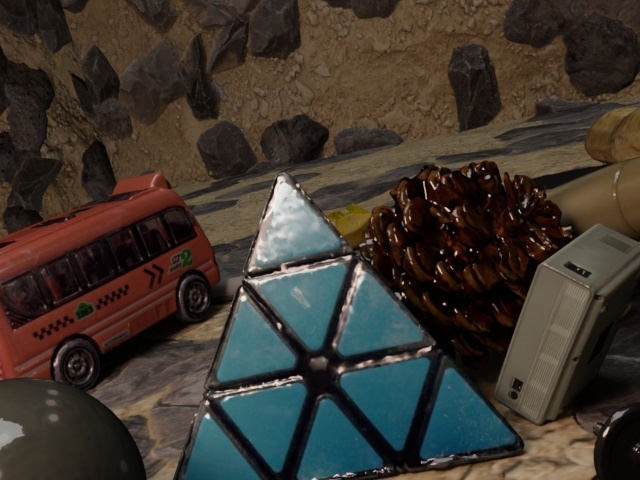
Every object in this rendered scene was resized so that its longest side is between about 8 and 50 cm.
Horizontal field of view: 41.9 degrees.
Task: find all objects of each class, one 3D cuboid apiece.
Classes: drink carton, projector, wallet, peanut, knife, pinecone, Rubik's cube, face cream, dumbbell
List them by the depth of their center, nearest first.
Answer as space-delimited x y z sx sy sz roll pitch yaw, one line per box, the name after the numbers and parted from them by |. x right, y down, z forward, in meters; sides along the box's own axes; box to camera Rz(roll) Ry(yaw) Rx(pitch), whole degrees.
0.225 0.148 0.545 0.069 0.069 0.147 -18 11 -15 | dumbbell
0.218 0.073 0.722 0.061 0.147 0.115 30 37 28 | projector
0.013 0.121 0.773 0.228 0.229 0.233 -51 30 40 | Rubik's cube
0.154 0.020 0.833 0.221 0.221 0.221 -14 12 3 | pinecone
0.267 -0.024 0.931 0.137 0.084 0.341 -37 9 -29 | face cream
0.402 -0.092 1.315 0.146 0.030 0.285 -9 6 12 | wallet
-0.145 0.079 1.417 0.265 0.041 0.073 -10 4 24 | knife
0.000 0.000 1.504 0.200 0.084 0.074 -20 36 -30 | drink carton
0.583 -0.182 1.512 0.149 0.149 0.313 -15 11 -2 | peanut

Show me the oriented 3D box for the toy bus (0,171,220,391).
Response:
-0.360 0.066 1.245 0.203 0.233 0.427 -6 16 37 | toy bus

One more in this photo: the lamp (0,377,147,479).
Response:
-0.239 0.186 0.672 0.182 0.182 0.314 -18 10 -17 | lamp

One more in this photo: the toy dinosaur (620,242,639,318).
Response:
0.343 0.026 0.958 0.294 0.077 0.162 -10 12 17 | toy dinosaur
